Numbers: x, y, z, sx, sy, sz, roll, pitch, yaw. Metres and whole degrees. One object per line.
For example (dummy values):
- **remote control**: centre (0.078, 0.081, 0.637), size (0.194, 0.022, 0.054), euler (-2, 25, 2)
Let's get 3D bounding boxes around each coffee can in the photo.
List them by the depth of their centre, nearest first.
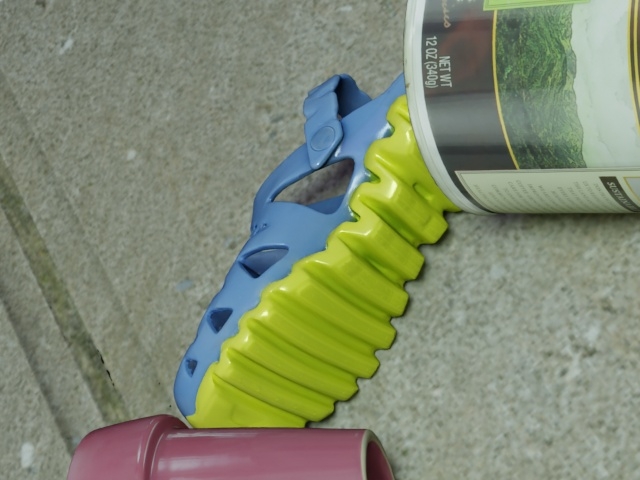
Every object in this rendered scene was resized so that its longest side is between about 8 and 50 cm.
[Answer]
- **coffee can**: centre (0.218, -0.114, 0.991), size (0.275, 0.201, 0.201), euler (0, 66, 34)

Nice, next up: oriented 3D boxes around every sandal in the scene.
- **sandal**: centre (0.000, 0.000, 1.140), size (0.138, 0.126, 0.317), euler (25, 73, 44)

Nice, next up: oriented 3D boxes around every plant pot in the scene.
- **plant pot**: centre (-0.042, 0.198, 1.019), size (0.180, 0.201, 0.201), euler (-13, 58, 11)
